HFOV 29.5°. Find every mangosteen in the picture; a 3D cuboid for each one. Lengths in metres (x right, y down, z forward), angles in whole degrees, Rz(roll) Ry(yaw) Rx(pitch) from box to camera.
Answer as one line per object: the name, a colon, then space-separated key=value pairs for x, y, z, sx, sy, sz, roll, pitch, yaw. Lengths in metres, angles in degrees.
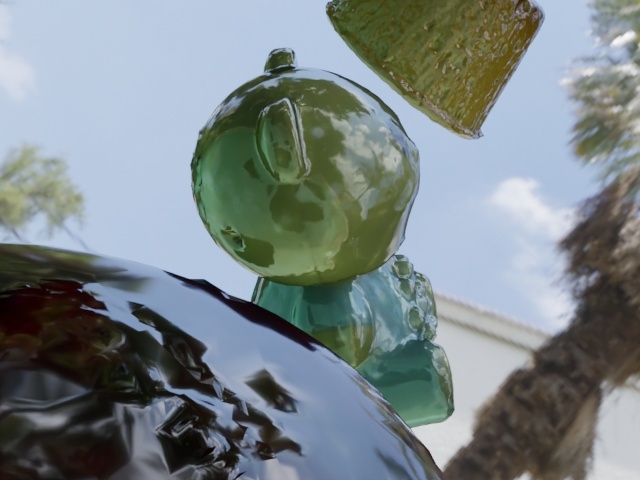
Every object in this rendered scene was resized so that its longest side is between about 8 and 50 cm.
mangosteen: x=-0.114 y=0.213 z=0.452 sx=0.381 sy=0.421 sz=0.381 roll=11 pitch=-2 yaw=0

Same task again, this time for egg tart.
egg tart: x=0.122 y=-0.208 z=1.173 sx=0.202 sy=0.147 sz=0.202 roll=40 pitch=15 yaw=-14

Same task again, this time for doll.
doll: x=0.000 y=0.000 z=0.878 sx=0.177 sy=0.162 sz=0.260 roll=-89 pitch=168 yaw=-64
